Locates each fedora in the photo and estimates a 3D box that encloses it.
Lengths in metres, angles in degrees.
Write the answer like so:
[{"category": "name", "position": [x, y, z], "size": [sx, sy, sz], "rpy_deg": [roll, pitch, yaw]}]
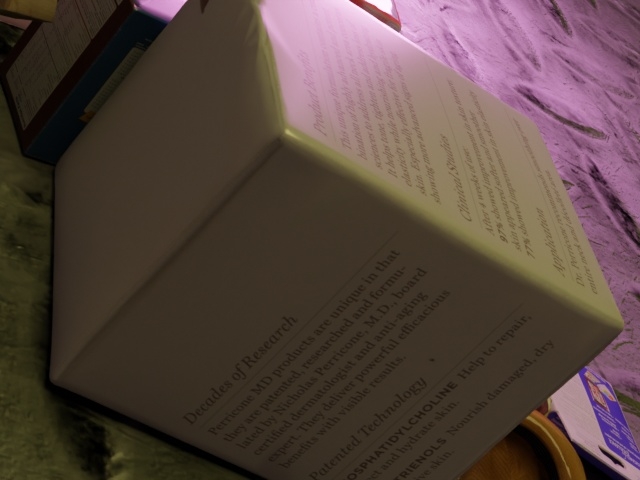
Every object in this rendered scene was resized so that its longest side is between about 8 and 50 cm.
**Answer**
[{"category": "fedora", "position": [0.175, 0.256, 1.497], "size": [0.194, 0.079, 0.194], "rpy_deg": [7, 68, -19]}]

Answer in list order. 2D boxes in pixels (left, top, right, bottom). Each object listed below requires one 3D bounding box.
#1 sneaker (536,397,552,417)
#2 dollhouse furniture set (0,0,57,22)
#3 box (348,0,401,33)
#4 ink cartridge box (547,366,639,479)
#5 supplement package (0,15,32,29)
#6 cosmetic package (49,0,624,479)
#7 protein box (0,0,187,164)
[{"category": "sneaker", "position": [0.181, 0.141, 1.679], "size": [0.084, 0.069, 0.185], "rpy_deg": [12, 30, -49]}, {"category": "dollhouse furniture set", "position": [-0.377, -0.408, 1.427], "size": [0.303, 0.355, 0.174], "rpy_deg": [14, 3, 39]}, {"category": "box", "position": [-0.052, -0.351, 2.045], "size": [0.300, 0.142, 0.154], "rpy_deg": [27, 31, -29]}, {"category": "ink cartridge box", "position": [0.313, 0.215, 1.799], "size": [0.206, 0.045, 0.208], "rpy_deg": [35, 23, -35]}, {"category": "supplement package", "position": [-0.295, -0.328, 1.631], "size": [0.105, 0.179, 0.105], "rpy_deg": [14, 38, -45]}, {"category": "cosmetic package", "position": [0.000, 0.000, 1.394], "size": [0.394, 0.327, 0.329], "rpy_deg": [29, 29, -28]}, {"category": "protein box", "position": [-0.185, -0.174, 1.533], "size": [0.200, 0.201, 0.136], "rpy_deg": [18, 36, -41]}]
